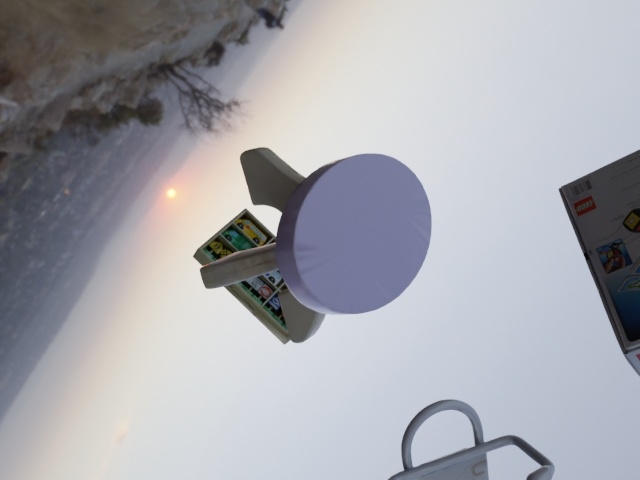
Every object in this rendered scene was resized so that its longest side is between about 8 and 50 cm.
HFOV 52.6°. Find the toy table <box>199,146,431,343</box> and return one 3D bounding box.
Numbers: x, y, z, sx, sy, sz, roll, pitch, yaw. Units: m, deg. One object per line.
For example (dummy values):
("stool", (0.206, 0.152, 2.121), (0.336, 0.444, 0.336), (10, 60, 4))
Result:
("toy table", (0.000, 0.000, 0.782), (0.160, 0.274, 0.252), (-9, -91, 39))

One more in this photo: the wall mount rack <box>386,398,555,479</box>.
("wall mount rack", (0.138, 0.383, 0.771), (0.304, 0.350, 0.130), (-14, -163, -16))

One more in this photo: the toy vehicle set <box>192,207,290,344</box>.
("toy vehicle set", (-0.118, 0.072, 1.369), (0.166, 0.267, 0.035), (-47, -179, -41))

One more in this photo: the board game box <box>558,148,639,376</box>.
("board game box", (0.358, -0.034, 0.494), (0.305, 0.053, 0.193), (-27, -141, 25))
